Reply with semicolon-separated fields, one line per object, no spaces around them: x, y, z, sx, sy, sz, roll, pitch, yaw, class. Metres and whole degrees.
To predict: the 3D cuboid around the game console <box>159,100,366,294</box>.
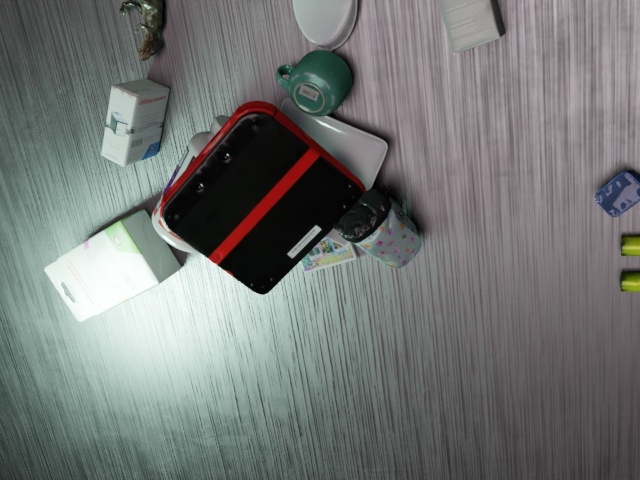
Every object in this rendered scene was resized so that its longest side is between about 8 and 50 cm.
-0.142;-0.088;1.467;0.342;0.060;0.386;37;112;-21;game console

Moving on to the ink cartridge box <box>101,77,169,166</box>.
-0.465;-0.299;1.617;0.082;0.139;0.190;25;118;14;ink cartridge box

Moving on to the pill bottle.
-0.271;-0.137;1.569;0.181;0.181;0.323;36;114;5;pill bottle

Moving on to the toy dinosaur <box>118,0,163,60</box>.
-0.423;-0.575;1.534;0.118;0.064;0.268;20;115;6;toy dinosaur

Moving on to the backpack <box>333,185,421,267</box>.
0.142;-0.018;1.457;0.152;0.115;0.182;-42;132;16;backpack

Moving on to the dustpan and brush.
0.011;-0.449;1.412;0.147;0.060;0.211;9;107;21;dustpan and brush

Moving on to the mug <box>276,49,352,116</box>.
-0.018;-0.337;1.418;0.158;0.097;0.129;-9;127;36;mug

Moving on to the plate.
-0.001;-0.163;1.523;0.277;0.045;0.278;27;116;15;plate

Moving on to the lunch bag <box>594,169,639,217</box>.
0.613;-0.098;1.295;0.098;0.065;0.067;-44;75;32;lunch bag

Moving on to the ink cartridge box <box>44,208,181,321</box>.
-0.601;0.078;1.841;0.353;0.119;0.207;-25;101;28;ink cartridge box

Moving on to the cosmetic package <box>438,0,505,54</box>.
0.277;-0.494;1.235;0.107;0.127;0.238;-15;103;26;cosmetic package

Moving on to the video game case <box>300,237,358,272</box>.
0.000;0.000;1.617;0.157;0.019;0.143;-17;104;27;video game case

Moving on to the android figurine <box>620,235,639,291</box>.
0.759;0.051;1.302;0.273;0.056;0.248;2;111;24;android figurine
